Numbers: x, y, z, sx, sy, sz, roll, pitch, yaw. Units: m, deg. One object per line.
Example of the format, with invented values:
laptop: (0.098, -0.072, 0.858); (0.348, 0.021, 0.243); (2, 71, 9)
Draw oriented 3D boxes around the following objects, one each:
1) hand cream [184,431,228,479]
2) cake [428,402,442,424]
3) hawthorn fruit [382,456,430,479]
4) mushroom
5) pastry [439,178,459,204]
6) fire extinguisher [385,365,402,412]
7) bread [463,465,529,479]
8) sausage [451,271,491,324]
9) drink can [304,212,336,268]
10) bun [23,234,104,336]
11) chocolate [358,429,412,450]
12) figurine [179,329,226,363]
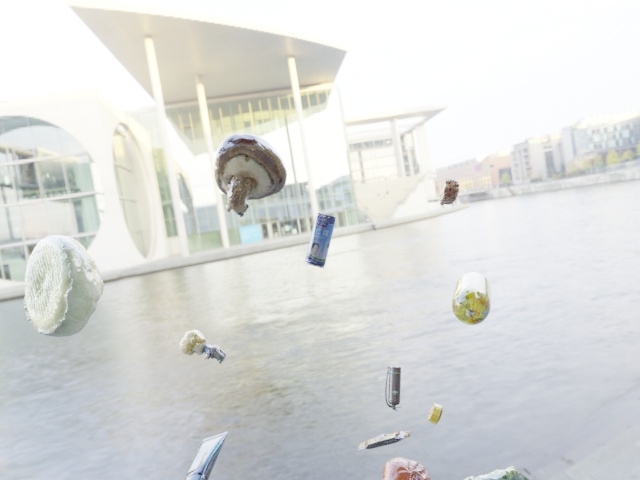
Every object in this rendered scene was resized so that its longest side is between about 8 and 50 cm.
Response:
hand cream: (-0.426, 0.814, 1.740); (0.120, 0.061, 0.270); (-24, 14, 14)
cake: (0.485, 0.730, 1.999); (0.044, 0.084, 0.084); (22, 10, 13)
hawthorn fruit: (0.354, 0.938, 1.803); (0.243, 0.208, 0.207); (-3, 4, 20)
mushroom: (-0.311, -0.283, 2.075); (0.345, 0.260, 0.346); (3, -40, 3)
pastry: (0.451, -0.165, 1.645); (0.063, 0.087, 0.169); (11, -1, 10)
fire extinguisher: (0.265, 0.532, 1.705); (0.064, 0.158, 0.043); (5, -14, -2)
bread: (0.517, 0.858, 1.484); (0.395, 0.239, 0.264); (1, -42, -28)
sausage: (0.509, 0.189, 1.592); (0.123, 0.123, 0.347); (-8, 9, 21)
drink can: (0.000, 0.000, 2.110); (0.097, 0.235, 0.097); (14, 0, 0)
bun: (-0.704, 0.124, 1.316); (0.287, 0.288, 0.146); (-8, -8, 33)
chocolate: (0.208, 0.645, 1.537); (0.182, 0.028, 0.086); (-16, -11, 11)
figurine: (-0.486, 0.448, 1.961); (0.195, 0.108, 0.114); (29, 9, 2)
